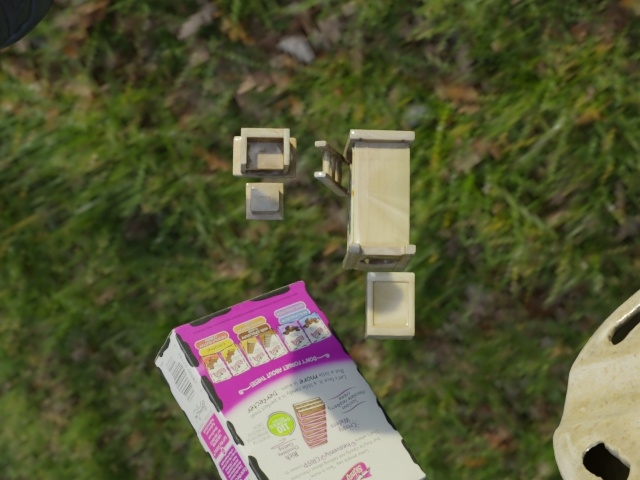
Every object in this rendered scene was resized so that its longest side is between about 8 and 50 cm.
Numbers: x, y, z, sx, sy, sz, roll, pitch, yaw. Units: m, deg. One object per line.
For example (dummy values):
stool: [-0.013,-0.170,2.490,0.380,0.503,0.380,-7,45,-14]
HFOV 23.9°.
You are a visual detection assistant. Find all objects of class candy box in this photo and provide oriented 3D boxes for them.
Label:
candy box: [-0.030,0.170,1.438,0.233,0.159,0.071,57,145,20]

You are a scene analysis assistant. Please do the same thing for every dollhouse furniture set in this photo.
dollhouse furniture set: [0.000,0.000,1.356,0.101,0.160,0.182,107,165,-79]

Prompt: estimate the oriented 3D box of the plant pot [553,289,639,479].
plant pot: [0.319,0.177,0.969,0.333,0.334,0.305,-5,135,50]

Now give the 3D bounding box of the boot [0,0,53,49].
boot: [-0.227,-0.193,0.674,0.085,0.236,0.179,-39,56,18]
